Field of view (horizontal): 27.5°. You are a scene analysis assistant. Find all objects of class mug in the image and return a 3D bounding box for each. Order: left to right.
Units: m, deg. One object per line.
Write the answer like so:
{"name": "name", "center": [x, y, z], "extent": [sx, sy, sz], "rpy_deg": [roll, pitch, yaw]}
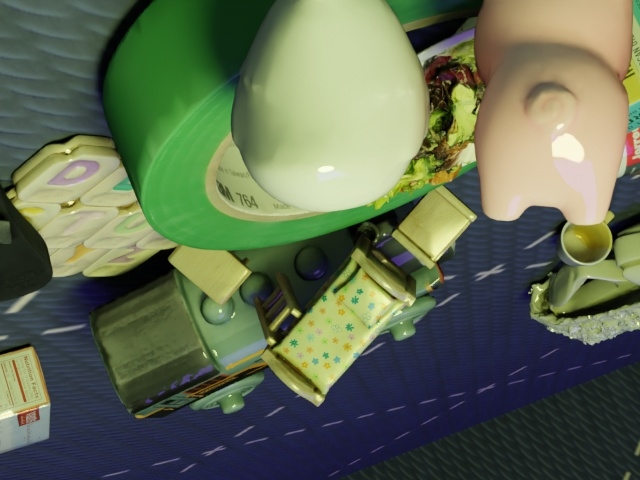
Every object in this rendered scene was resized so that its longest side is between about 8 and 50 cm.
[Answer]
{"name": "mug", "center": [0.324, 0.003, 1.596], "extent": [0.078, 0.062, 0.064], "rpy_deg": [-12, 170, -7]}

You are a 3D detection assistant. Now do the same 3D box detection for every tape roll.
{"name": "tape roll", "center": [0.025, -0.104, 0.835], "extent": [0.321, 0.077, 0.321], "rpy_deg": [-21, 160, -8]}

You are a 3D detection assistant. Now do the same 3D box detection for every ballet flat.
{"name": "ballet flat", "center": [0.408, 0.046, 1.697], "extent": [0.147, 0.147, 0.409], "rpy_deg": [-11, 165, -30]}

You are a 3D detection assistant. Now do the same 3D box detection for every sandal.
{"name": "sandal", "center": [-0.240, -0.005, 0.851], "extent": [0.097, 0.055, 0.254], "rpy_deg": [-20, 156, 8]}

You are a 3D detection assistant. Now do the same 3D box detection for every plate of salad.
{"name": "plate of salad", "center": [0.090, -0.074, 0.803], "extent": [0.199, 0.048, 0.200], "rpy_deg": [-21, 160, -8]}

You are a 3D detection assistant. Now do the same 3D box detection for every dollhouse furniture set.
{"name": "dollhouse furniture set", "center": [0.000, 0.000, 0.992], "extent": [0.182, 0.161, 0.101], "rpy_deg": [-49, -179, 8]}

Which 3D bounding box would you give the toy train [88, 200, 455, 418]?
{"name": "toy train", "center": [-0.041, 0.056, 1.149], "extent": [0.333, 0.142, 0.190], "rpy_deg": [-24, 169, 9]}

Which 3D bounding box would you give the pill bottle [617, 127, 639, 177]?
{"name": "pill bottle", "center": [0.250, -0.110, 1.064], "extent": [0.180, 0.108, 0.108], "rpy_deg": [-20, 163, -4]}

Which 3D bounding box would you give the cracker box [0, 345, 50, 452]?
{"name": "cracker box", "center": [-0.385, 0.183, 1.283], "extent": [0.232, 0.067, 0.156], "rpy_deg": [-15, 163, -18]}

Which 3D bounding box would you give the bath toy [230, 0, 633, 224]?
{"name": "bath toy", "center": [0.130, -0.085, 0.622], "extent": [0.348, 0.129, 0.151], "rpy_deg": [2, -154, 6]}

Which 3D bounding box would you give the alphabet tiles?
{"name": "alphabet tiles", "center": [-0.129, -0.030, 1.008], "extent": [0.278, 0.021, 0.284], "rpy_deg": [-33, 159, 33]}

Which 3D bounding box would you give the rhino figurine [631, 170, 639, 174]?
{"name": "rhino figurine", "center": [0.269, -0.096, 1.195], "extent": [0.243, 0.073, 0.106], "rpy_deg": [-7, 155, -35]}

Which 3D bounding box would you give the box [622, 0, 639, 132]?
{"name": "box", "center": [0.216, -0.136, 0.959], "extent": [0.244, 0.101, 0.060], "rpy_deg": [-29, 160, 24]}
